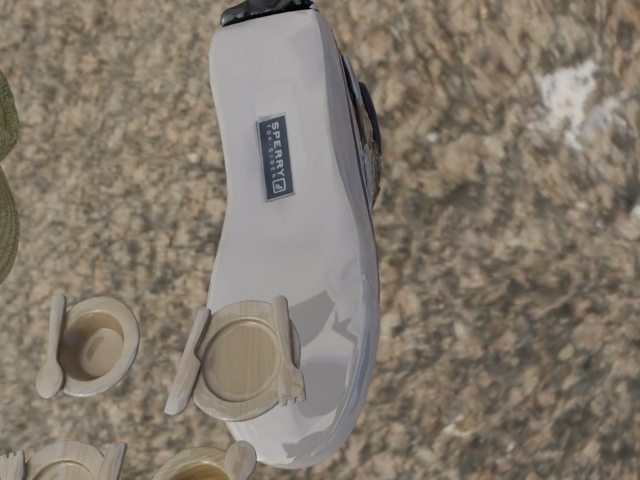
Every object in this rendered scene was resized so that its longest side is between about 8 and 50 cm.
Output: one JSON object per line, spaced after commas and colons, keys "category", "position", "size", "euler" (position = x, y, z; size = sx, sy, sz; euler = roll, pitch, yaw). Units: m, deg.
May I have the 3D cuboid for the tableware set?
{"category": "tableware set", "position": [-0.087, 0.093, 0.606], "size": [0.168, 0.020, 0.141], "euler": [-3, 65, 23]}

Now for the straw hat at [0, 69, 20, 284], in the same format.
{"category": "straw hat", "position": [-0.158, -0.051, 0.490], "size": [0.061, 0.144, 0.145], "euler": [-32, 79, 24]}

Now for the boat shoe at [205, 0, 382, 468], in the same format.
{"category": "boat shoe", "position": [0.000, 0.000, 0.884], "size": [0.127, 0.158, 0.341], "euler": [-8, 71, 20]}
